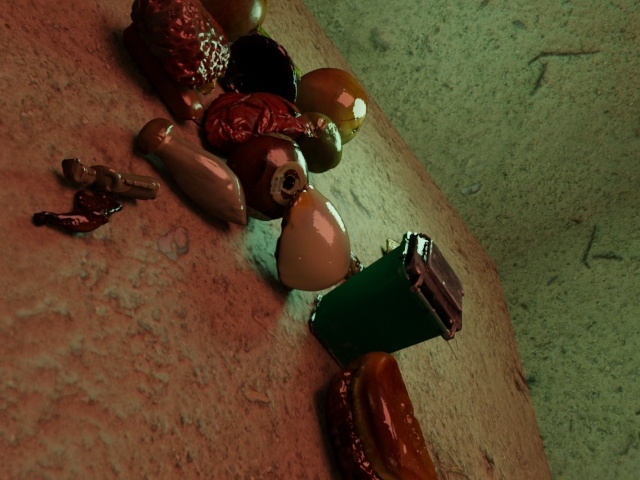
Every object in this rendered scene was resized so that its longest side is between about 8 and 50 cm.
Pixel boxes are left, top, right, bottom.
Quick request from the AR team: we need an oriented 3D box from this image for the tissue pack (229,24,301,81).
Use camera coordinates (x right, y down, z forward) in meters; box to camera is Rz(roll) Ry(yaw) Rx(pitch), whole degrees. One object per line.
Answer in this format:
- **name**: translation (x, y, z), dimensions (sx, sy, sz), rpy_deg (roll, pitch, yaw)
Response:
- **tissue pack**: translation (-0.202, -0.603, 2.265), dimensions (0.235, 0.173, 0.073), rpy_deg (44, 33, -34)

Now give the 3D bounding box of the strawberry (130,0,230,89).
- **strawberry**: translation (-0.330, -0.539, 1.723), dimensions (0.265, 0.149, 0.336), rpy_deg (63, 21, 11)

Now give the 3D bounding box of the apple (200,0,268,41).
- **apple**: translation (-0.300, -0.846, 2.265), dimensions (0.309, 0.250, 0.277), rpy_deg (32, 34, -53)

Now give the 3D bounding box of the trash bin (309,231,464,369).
- **trash bin**: translation (0.184, 0.189, 1.803), dimensions (0.259, 0.381, 0.295), rpy_deg (52, 24, -14)

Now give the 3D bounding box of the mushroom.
- **mushroom**: translation (-0.290, -0.157, 1.593), dimensions (0.350, 0.128, 0.128), rpy_deg (43, 27, -25)

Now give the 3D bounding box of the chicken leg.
- **chicken leg**: translation (-0.441, -0.052, 1.231), dimensions (0.093, 0.053, 0.205), rpy_deg (34, 17, -1)

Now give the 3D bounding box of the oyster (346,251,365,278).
- **oyster**: translation (0.065, 0.042, 2.162), dimensions (0.345, 0.078, 0.129), rpy_deg (44, 18, -26)

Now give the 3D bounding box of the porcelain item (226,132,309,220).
- **porcelain item**: translation (-0.164, -0.183, 1.817), dimensions (0.253, 0.253, 0.253), rpy_deg (46, 26, -30)

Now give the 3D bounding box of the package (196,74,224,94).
- **package**: translation (-0.354, -0.519, 1.944), dimensions (0.168, 0.090, 0.226), rpy_deg (50, 23, -23)

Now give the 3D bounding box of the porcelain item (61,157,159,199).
- **porcelain item**: translation (-0.424, -0.121, 1.325), dimensions (0.213, 0.084, 0.054), rpy_deg (11, 79, -61)

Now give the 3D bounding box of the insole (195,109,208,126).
- **insole**: translation (-0.324, -0.356, 1.914), dimensions (0.065, 0.006, 0.193), rpy_deg (60, 21, 1)

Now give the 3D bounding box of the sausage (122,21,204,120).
- **sausage**: translation (-0.413, -0.443, 1.738), dimensions (0.300, 0.083, 0.089), rpy_deg (57, 22, -10)

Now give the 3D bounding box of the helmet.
- **helmet**: translation (-0.192, -0.538, 2.152), dimensions (0.160, 0.230, 0.279), rpy_deg (-97, 162, -64)

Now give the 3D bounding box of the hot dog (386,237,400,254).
- **hot dog**: translation (0.334, 0.110, 2.607), dimensions (0.123, 0.093, 0.261), rpy_deg (6, 40, -53)

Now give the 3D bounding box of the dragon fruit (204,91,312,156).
- **dragon fruit**: translation (-0.199, -0.303, 1.915), dimensions (0.330, 0.302, 0.240), rpy_deg (-31, 123, -55)

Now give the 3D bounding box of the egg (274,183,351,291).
- **egg**: translation (0.001, 0.002, 1.766), dimensions (0.264, 0.174, 0.286), rpy_deg (35, 64, -69)

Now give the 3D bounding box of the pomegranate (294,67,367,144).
- **pomegranate**: translation (0.015, -0.503, 2.476), dimensions (0.319, 0.319, 0.319), rpy_deg (46, 26, -30)

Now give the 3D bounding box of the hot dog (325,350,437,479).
- **hot dog**: translation (0.130, 0.464, 1.601), dimensions (0.223, 0.185, 0.405), rpy_deg (29, 37, -53)

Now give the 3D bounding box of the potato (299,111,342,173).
- **potato**: translation (-0.024, -0.338, 2.287), dimensions (0.148, 0.197, 0.228), rpy_deg (-100, 179, -56)
